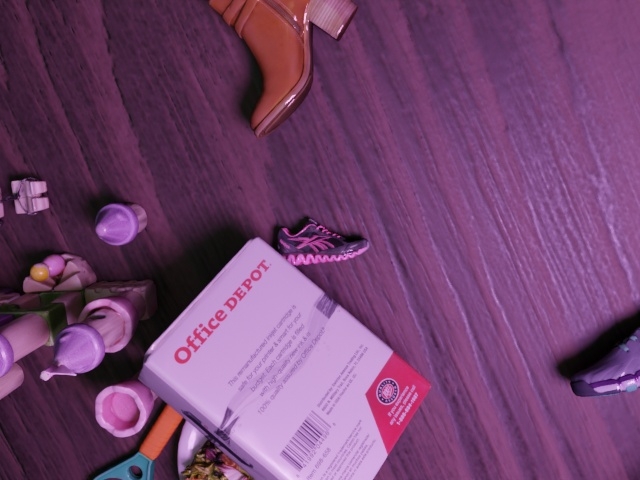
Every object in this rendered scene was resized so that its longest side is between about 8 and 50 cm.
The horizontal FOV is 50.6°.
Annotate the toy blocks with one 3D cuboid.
[{"bbox_3d":[-0.357,0.090,0.787,0.288,0.260,0.309,-2,100,9],"label":"toy blocks"}]

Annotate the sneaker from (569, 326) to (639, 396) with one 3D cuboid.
[{"bbox_3d":[0.391,0.112,0.790,0.223,0.083,0.098,-19,77,7],"label":"sneaker"}]

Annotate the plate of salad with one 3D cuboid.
[{"bbox_3d":[-0.101,0.275,0.862,0.199,0.048,0.200,-6,74,20],"label":"plate of salad"}]

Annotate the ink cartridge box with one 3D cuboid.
[{"bbox_3d":[-0.043,0.161,0.783,0.273,0.114,0.197,41,62,-2],"label":"ink cartridge box"}]

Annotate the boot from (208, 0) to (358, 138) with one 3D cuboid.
[{"bbox_3d":[-0.068,-0.233,0.784,0.152,0.073,0.197,33,91,0],"label":"boot"}]

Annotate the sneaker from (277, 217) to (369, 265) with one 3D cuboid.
[{"bbox_3d":[0.000,0.000,0.833,0.119,0.047,0.057,-5,88,8],"label":"sneaker"}]

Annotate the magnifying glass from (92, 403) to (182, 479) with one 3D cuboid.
[{"bbox_3d":[-0.250,0.312,0.934,0.092,0.026,0.231,33,103,1],"label":"magnifying glass"}]
